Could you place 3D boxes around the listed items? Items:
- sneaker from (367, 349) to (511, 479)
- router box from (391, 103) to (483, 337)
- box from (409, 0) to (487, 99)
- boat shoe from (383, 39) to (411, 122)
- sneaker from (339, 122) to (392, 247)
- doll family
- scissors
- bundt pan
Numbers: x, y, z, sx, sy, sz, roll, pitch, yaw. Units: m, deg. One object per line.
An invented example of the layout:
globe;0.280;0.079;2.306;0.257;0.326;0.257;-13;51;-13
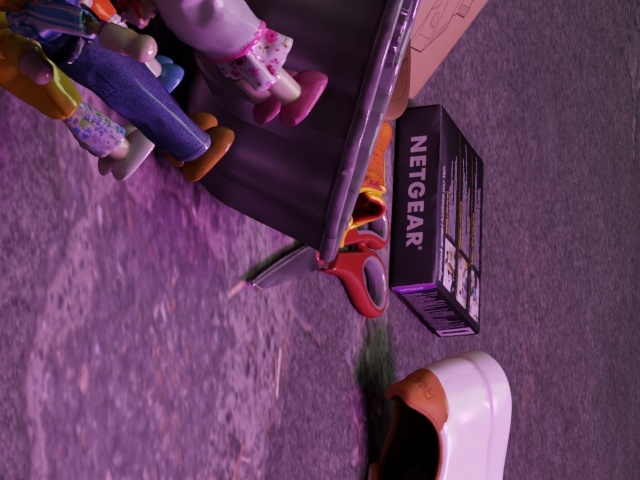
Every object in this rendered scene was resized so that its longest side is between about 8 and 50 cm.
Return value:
sneaker;0.088;0.239;1.656;0.123;0.106;0.290;-12;108;-34
router box;0.109;-0.017;1.801;0.133;0.046;0.179;46;42;-58
box;0.109;-0.217;1.700;0.201;0.021;0.164;-53;161;10
boat shoe;0.018;-0.207;1.574;0.104;0.089;0.285;43;40;-38
sneaker;0.025;-0.042;1.536;0.175;0.067;0.064;-55;169;-52
doll family;-0.127;-0.099;1.005;0.163;0.263;0.118;43;74;-26
scissors;0.000;0.000;1.552;0.297;0.021;0.109;15;73;-67
bundt pan;-0.001;-0.158;1.307;0.331;0.124;0.331;18;90;-88
